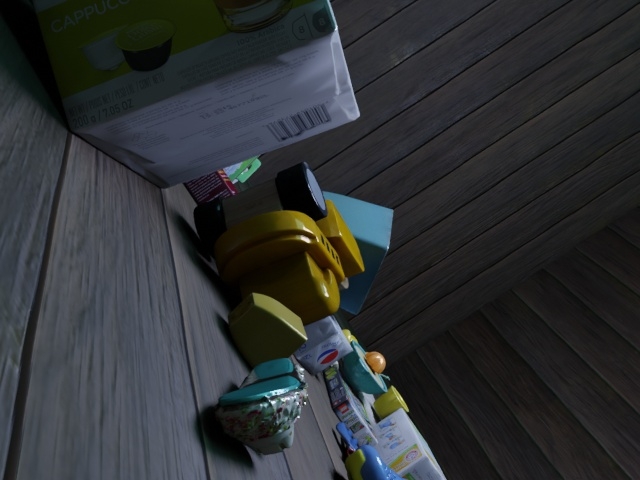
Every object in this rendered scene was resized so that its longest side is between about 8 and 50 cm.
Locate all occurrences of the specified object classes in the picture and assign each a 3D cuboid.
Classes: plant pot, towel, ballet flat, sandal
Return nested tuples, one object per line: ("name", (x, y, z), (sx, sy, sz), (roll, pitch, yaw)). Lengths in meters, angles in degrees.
("plant pot", (-0.079, 0.118, 1.019), (0.083, 0.081, 0.081), (46, 5, -17))
("towel", (0.094, 0.373, 1.836), (0.187, 0.049, 0.282), (55, 2, -25))
("ballet flat", (-0.048, 0.173, 0.774), (0.241, 0.091, 0.077), (4, 75, -84))
("sandal", (0.149, 0.406, 1.128), (0.317, 0.138, 0.126), (54, 4, -27))
("plant pot", (0.000, 0.000, 1.481), (0.234, 0.165, 0.165), (21, 29, -3))

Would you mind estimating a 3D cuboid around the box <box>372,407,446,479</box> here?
("box", (0.179, 0.460, 1.576), (0.114, 0.103, 0.203), (56, 1, -16))

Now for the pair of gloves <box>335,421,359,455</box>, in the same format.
("pair of gloves", (0.081, 0.399, 1.278), (0.198, 0.023, 0.159), (58, 0, 5))

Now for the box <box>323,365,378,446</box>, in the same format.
("box", (0.058, 0.340, 1.559), (0.114, 0.036, 0.207), (56, 1, -11))

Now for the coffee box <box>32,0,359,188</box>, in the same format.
("coffee box", (-0.164, -0.308, 1.046), (0.338, 0.338, 0.334), (44, 27, -79))

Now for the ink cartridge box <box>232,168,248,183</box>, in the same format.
("ink cartridge box", (-0.266, -0.216, 1.835), (0.207, 0.097, 0.046), (55, 2, -41))

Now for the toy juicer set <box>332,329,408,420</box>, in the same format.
("toy juicer set", (0.086, 0.255, 1.683), (0.329, 0.090, 0.209), (50, 7, -46))

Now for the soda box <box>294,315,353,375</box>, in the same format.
("soda box", (-0.048, 0.126, 1.532), (0.286, 0.098, 0.091), (57, 1, 39))

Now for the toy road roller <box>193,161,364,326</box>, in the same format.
("toy road roller", (-0.050, 0.057, 1.226), (0.329, 0.203, 0.240), (54, 18, -56))

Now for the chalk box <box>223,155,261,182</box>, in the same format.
("chalk box", (-0.222, -0.215, 1.713), (0.213, 0.132, 0.132), (43, 2, -29))

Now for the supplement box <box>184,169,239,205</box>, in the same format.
("supplement box", (-0.213, -0.102, 1.513), (0.239, 0.073, 0.130), (56, 2, -4))
